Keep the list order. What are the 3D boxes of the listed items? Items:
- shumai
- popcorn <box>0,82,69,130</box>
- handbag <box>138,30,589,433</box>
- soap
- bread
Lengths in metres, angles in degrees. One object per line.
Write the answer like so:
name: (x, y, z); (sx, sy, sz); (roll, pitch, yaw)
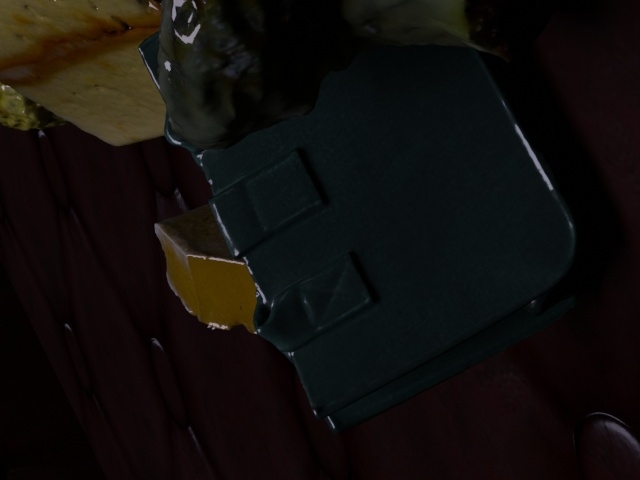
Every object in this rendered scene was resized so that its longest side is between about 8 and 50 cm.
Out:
shumai: (0.031, -0.220, 1.131); (0.309, 0.263, 0.304); (97, 178, -48)
popcorn: (-0.364, -0.248, 2.244); (0.256, 0.195, 0.255); (-84, 5, -59)
handbag: (0.030, -0.055, 1.252); (0.326, 0.238, 0.089); (64, -169, 17)
soap: (0.000, 0.000, 1.391); (0.140, 0.232, 0.073); (-140, 35, -59)
bread: (-0.224, -0.269, 1.745); (0.405, 0.345, 0.242); (-19, 45, 49)
